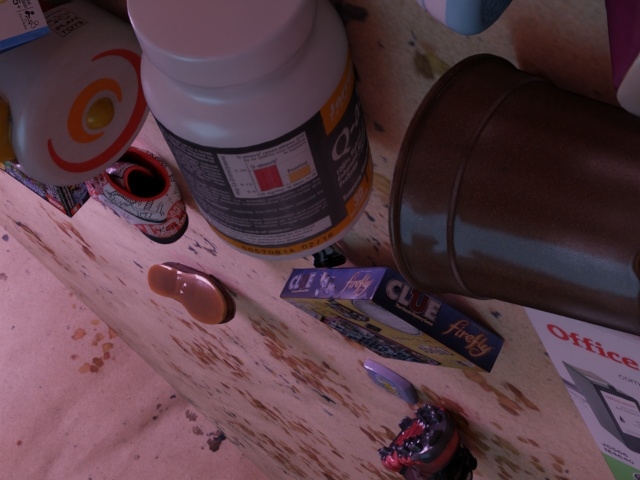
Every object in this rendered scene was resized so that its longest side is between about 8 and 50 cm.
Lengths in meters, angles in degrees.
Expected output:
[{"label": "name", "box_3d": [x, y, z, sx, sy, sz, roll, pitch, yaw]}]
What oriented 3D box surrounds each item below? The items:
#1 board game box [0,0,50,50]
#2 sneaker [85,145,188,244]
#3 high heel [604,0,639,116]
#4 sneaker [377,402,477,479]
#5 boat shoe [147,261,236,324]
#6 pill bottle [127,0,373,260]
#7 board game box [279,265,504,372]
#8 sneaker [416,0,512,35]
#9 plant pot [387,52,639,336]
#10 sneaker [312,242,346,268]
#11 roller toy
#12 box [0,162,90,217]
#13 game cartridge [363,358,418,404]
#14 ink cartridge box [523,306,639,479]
[{"label": "board game box", "box_3d": [-0.407, -0.292, 1.019, 0.308, 0.086, 0.301, -4, 110, 49]}, {"label": "sneaker", "box_3d": [-0.303, -0.105, 1.557, 0.270, 0.090, 0.145, 32, 160, 13]}, {"label": "high heel", "box_3d": [0.169, -0.147, 0.562, 0.082, 0.117, 0.244, -15, 157, 22]}, {"label": "sneaker", "box_3d": [0.167, 0.307, 1.583, 0.135, 0.097, 0.276, 39, 165, 5]}, {"label": "boat shoe", "box_3d": [-0.200, 0.082, 1.851, 0.073, 0.073, 0.207, 4, -163, -44]}, {"label": "pill bottle", "box_3d": [-0.050, -0.112, 0.890, 0.162, 0.162, 0.278, 32, 162, 23]}, {"label": "board game box", "box_3d": [0.074, 0.087, 1.268, 0.165, 0.042, 0.243, 32, 166, -21]}, {"label": "sneaker", "box_3d": [0.009, -0.240, 0.521, 0.208, 0.127, 0.319, 32, 160, 19]}, {"label": "plant pot", "box_3d": [0.157, -0.022, 0.703, 0.165, 0.167, 0.167, 19, 154, 37]}, {"label": "sneaker", "box_3d": [0.000, 0.000, 1.287, 0.109, 0.040, 0.043, 50, -154, -60]}, {"label": "roller toy", "box_3d": [-0.277, -0.161, 1.181, 0.146, 0.191, 0.209, 32, -175, 24]}, {"label": "box", "box_3d": [-0.419, -0.140, 1.487, 0.233, 0.044, 0.159, 33, 158, 14]}, {"label": "game cartridge", "box_3d": [0.100, 0.201, 1.599, 0.083, 0.017, 0.056, 26, 154, 37]}, {"label": "ink cartridge box", "box_3d": [0.288, 0.107, 0.812, 0.198, 0.114, 0.273, 21, 155, 46]}]
